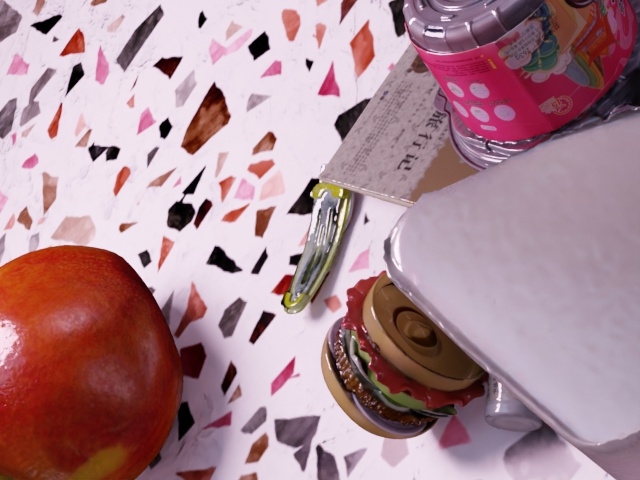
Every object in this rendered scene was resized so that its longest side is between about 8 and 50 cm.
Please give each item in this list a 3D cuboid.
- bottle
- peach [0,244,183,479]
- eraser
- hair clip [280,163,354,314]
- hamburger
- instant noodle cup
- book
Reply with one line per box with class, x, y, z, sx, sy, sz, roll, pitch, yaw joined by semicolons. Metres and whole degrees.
bottle;0.199;0.078;1.603;0.060;0.060;0.217;-14;59;41
peach;-0.309;0.155;1.931;0.308;0.308;0.332;-18;40;39
eraser;0.216;0.035;1.489;0.331;0.150;0.331;-10;65;23
hair clip;0.000;0.000;1.875;0.060;0.033;0.188;2;68;45
hamburger;0.080;0.121;1.636;0.137;0.175;0.175;-51;38;38
instant noodle cup;0.198;-0.214;1.632;0.302;0.181;0.258;-10;49;36
book;0.153;-0.122;1.756;0.310;0.021;0.217;18;68;50
